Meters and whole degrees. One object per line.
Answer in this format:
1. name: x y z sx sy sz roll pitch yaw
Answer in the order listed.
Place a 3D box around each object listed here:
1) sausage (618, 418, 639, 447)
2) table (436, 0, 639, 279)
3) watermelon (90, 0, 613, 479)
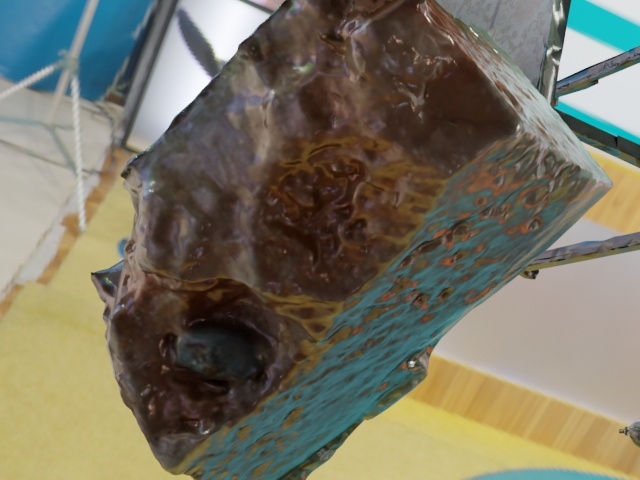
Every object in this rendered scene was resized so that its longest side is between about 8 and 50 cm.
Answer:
1. sausage: 0.402 0.188 0.914 0.269 0.033 0.033 3 6 32
2. table: 0.206 -0.122 0.924 0.272 0.222 0.335 18 -16 -24
3. watermelon: 0.011 0.011 0.522 0.151 0.264 0.302 50 13 7
